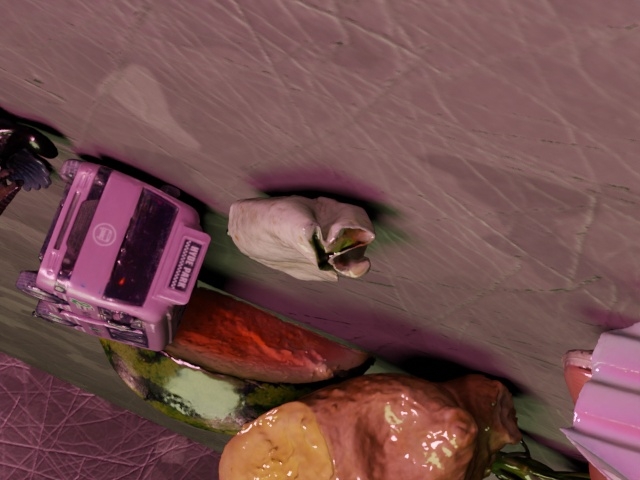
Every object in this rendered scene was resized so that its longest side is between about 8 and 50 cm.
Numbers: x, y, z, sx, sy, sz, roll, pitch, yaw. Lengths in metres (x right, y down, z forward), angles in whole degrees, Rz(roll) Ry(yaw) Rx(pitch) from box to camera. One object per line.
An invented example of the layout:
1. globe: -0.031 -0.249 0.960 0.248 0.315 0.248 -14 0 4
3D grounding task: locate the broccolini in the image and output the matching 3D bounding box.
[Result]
1. broccolini: 0.154 0.201 1.146 0.271 0.062 0.123 14 148 13

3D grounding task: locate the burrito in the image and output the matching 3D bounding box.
1. burrito: -0.003 -0.001 0.711 0.074 0.044 0.118 27 167 -22

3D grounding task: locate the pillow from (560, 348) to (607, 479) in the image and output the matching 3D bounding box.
1. pillow: 0.225 0.125 0.730 0.171 0.075 0.179 20 154 30

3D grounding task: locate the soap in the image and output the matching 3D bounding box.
1. soap: 0.197 0.086 0.604 0.149 0.100 0.056 11 161 37

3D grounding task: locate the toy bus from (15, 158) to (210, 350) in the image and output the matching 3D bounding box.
1. toy bus: -0.136 0.019 0.882 0.108 0.096 0.199 20 167 -2

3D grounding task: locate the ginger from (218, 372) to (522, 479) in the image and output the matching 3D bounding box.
1. ginger: 0.063 0.171 0.997 0.219 0.123 0.270 -28 160 22

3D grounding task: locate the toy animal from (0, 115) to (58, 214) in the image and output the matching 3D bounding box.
1. toy animal: -0.223 -0.065 0.821 0.108 0.062 0.220 36 174 29

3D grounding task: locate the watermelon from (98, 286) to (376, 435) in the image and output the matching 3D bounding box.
1. watermelon: -0.080 0.088 1.022 0.245 0.119 0.063 16 131 1
